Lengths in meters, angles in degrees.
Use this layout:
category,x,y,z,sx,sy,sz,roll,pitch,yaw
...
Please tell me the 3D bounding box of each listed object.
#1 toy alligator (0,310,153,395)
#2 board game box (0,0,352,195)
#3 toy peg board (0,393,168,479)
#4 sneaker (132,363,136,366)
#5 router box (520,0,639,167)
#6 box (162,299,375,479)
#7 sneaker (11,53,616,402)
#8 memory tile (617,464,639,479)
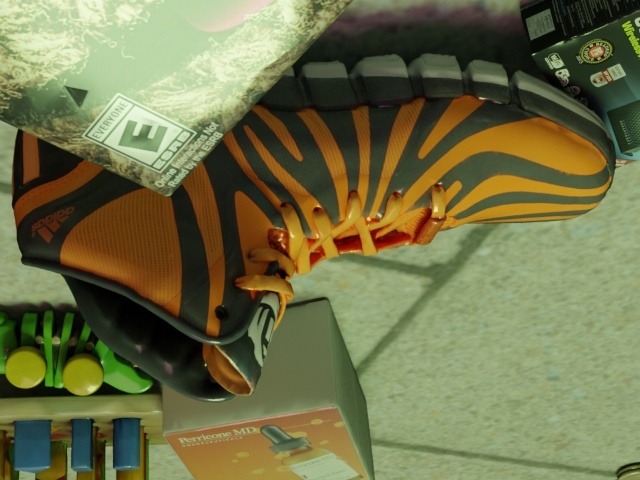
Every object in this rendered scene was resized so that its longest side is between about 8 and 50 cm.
category,x,y,z,sx,sy,sz,roll,pitch,yaw
toy alligator,-0.211,0.072,0.812,0.190,0.056,0.051,9,98,-7
board game box,-0.104,-0.184,0.351,0.291,0.141,0.232,25,124,-35
toy peg board,-0.197,0.173,0.884,0.161,0.079,0.160,-1,162,-6
sneaker,-0.112,0.020,0.750,0.067,0.064,0.175,-22,151,-11
router box,0.176,-0.097,0.627,0.092,0.038,0.122,-23,141,22
box,-0.036,0.136,0.879,0.130,0.091,0.170,-10,144,7
sneaker,0.000,0.000,0.599,0.321,0.180,0.124,4,150,-4
memory tile,0.339,0.263,1.171,0.113,0.012,0.148,1,143,-8
